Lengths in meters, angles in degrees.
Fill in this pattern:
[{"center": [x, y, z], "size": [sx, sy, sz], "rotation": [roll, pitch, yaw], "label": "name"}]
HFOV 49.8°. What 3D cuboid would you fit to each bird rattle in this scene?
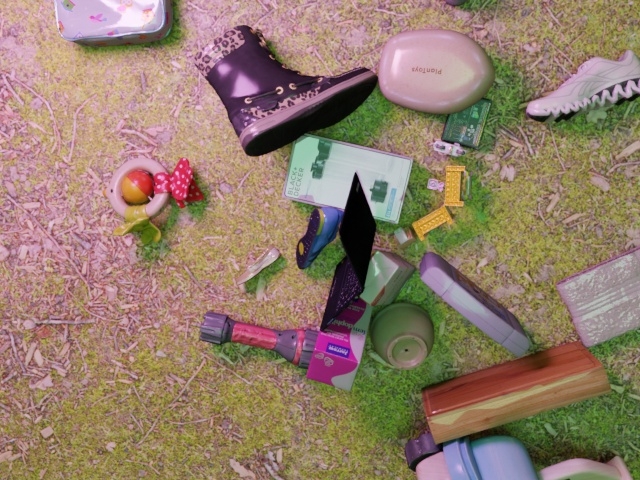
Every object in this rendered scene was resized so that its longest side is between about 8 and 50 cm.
[{"center": [-0.427, -0.119, 1.696], "size": [0.207, 0.143, 0.253], "rotation": [41, 96, 15], "label": "bird rattle"}]

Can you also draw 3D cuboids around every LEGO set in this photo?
[{"center": [0.293, -0.093, 1.667], "size": [0.132, 0.107, 0.287], "rotation": [29, 108, 23], "label": "LEGO set"}]

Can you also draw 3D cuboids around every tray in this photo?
[{"center": [0.451, 0.356, 1.648], "size": [0.410, 0.203, 0.076], "rotation": [-20, 95, 7], "label": "tray"}]

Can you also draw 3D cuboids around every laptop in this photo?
[{"center": [0.042, 0.027, 1.562], "size": [0.136, 0.234, 0.264], "rotation": [33, 129, -12], "label": "laptop"}]

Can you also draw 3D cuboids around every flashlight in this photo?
[{"center": [-0.149, 0.247, 1.727], "size": [0.303, 0.103, 0.103], "rotation": [12, 134, -2], "label": "flashlight"}]

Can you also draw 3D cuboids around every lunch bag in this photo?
[{"center": [-0.487, -0.585, 1.639], "size": [0.279, 0.108, 0.224], "rotation": [-5, 95, 4], "label": "lunch bag"}]

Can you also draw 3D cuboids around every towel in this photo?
[{"center": [0.738, 0.131, 1.672], "size": [0.282, 0.049, 0.187], "rotation": [-26, 95, 8], "label": "towel"}]

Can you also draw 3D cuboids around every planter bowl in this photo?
[{"center": [0.205, 0.248, 1.681], "size": [0.162, 0.109, 0.162], "rotation": [-1, 113, -1], "label": "planter bowl"}]

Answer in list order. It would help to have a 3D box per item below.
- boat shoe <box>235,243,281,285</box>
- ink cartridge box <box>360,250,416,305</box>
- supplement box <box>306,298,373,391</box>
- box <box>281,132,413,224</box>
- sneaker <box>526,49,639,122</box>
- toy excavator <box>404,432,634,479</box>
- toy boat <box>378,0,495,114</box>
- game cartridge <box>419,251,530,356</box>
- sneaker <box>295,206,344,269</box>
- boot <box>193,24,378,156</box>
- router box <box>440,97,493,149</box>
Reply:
[{"center": [-0.163, 0.061, 1.737], "size": [0.135, 0.050, 0.045], "rotation": [-37, 90, -2], "label": "boat shoe"}, {"center": [0.156, 0.091, 1.653], "size": [0.067, 0.198, 0.115], "rotation": [38, 100, 20], "label": "ink cartridge box"}, {"center": [0.050, 0.230, 1.642], "size": [0.111, 0.220, 0.114], "rotation": [16, 131, 2], "label": "supplement box"}, {"center": [0.064, -0.152, 1.666], "size": [0.289, 0.087, 0.169], "rotation": [14, 99, 3], "label": "box"}, {"center": [0.610, -0.352, 1.593], "size": [0.292, 0.110, 0.118], "rotation": [-17, 89, -1], "label": "sneaker"}, {"center": [0.488, 0.583, 1.640], "size": [0.445, 0.222, 0.433], "rotation": [-29, 128, 16], "label": "toy excavator"}, {"center": [0.281, -0.450, 1.581], "size": [0.267, 0.148, 0.319], "rotation": [14, 102, 15], "label": "toy boat"}, {"center": [0.363, 0.147, 1.629], "size": [0.297, 0.198, 0.062], "rotation": [38, 99, -2], "label": "game cartridge"}, {"center": [0.000, 0.000, 1.674], "size": [0.082, 0.069, 0.209], "rotation": [-1, 140, -26], "label": "sneaker"}, {"center": [-0.082, -0.381, 1.604], "size": [0.377, 0.138, 0.284], "rotation": [-30, 72, -18], "label": "boot"}, {"center": [0.349, -0.287, 1.649], "size": [0.092, 0.038, 0.123], "rotation": [16, 99, 3], "label": "router box"}]
